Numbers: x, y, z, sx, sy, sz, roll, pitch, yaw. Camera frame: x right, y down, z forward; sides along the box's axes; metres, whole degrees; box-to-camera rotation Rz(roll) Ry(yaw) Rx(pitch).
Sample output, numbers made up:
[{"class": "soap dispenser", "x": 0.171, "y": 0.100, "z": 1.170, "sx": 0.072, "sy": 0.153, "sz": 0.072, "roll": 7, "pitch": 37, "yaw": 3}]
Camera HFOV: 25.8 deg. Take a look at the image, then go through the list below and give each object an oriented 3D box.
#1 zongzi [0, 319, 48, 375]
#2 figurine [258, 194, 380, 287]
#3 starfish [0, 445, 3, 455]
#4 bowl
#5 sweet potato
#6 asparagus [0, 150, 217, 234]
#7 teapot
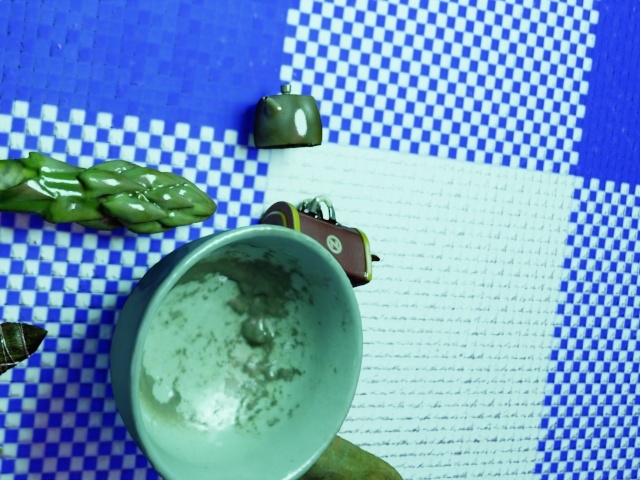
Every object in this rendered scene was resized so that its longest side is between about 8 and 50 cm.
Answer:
[{"class": "zongzi", "x": -0.301, "y": 0.103, "z": 1.378, "sx": 0.083, "sy": 0.073, "sz": 0.067, "roll": -14, "pitch": 85, "yaw": -1}, {"class": "figurine", "x": 0.001, "y": 0.000, "z": 1.581, "sx": 0.154, "sy": 0.082, "sz": 0.098, "roll": 17, "pitch": 67, "yaw": -38}, {"class": "starfish", "x": -0.410, "y": 0.205, "z": 1.304, "sx": 0.213, "sy": 0.057, "sz": 0.238, "roll": 32, "pitch": 77, "yaw": -29}, {"class": "bowl", "x": -0.109, "y": 0.116, "z": 1.462, "sx": 0.289, "sy": 0.146, "sz": 0.289, "roll": -9, "pitch": 104, "yaw": -37}, {"class": "sweet potato", "x": 0.026, "y": 0.269, "z": 1.642, "sx": 0.273, "sy": 0.075, "sz": 0.075, "roll": 29, "pitch": 80, "yaw": -41}, {"class": "asparagus", "x": -0.219, "y": -0.046, "z": 1.395, "sx": 0.287, "sy": 0.080, "sz": 0.080, "roll": 8, "pitch": 93, "yaw": -38}, {"class": "teapot", "x": -0.033, "y": -0.136, "z": 1.528, "sx": 0.121, "sy": 0.076, "sz": 0.068, "roll": -3, "pitch": 90, "yaw": -64}]
